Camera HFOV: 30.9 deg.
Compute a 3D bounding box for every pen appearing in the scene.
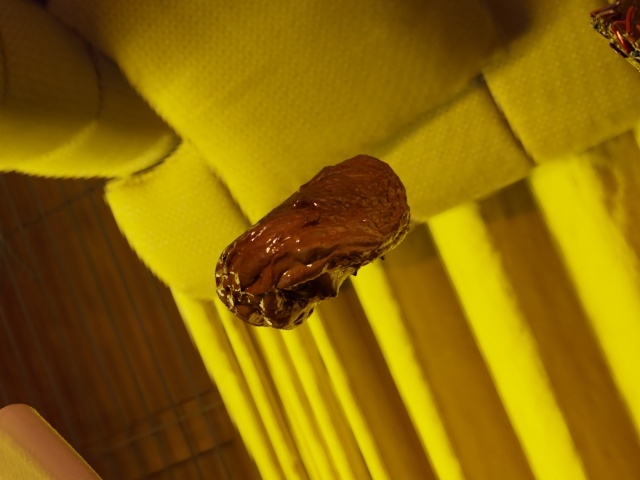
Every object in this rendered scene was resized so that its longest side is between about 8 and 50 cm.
[{"bbox_3d":[-0.168,0.137,0.692,0.032,0.053,0.197,1,-169,-34],"label":"pen"}]

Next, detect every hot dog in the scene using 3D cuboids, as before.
[{"bbox_3d":[-0.003,-0.001,1.014,0.160,0.099,0.227,-37,-174,35],"label":"hot dog"}]

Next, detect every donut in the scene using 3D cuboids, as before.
[{"bbox_3d":[0.397,-0.192,1.241,0.089,0.235,0.235,-51,164,15],"label":"donut"}]
